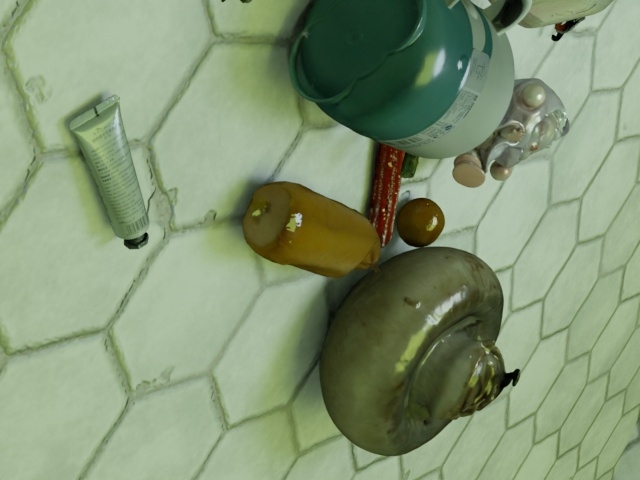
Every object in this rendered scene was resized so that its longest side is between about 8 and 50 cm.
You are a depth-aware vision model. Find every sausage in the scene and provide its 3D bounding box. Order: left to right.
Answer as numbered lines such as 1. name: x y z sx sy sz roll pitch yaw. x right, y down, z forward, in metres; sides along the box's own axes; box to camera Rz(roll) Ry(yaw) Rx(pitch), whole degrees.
1. sausage: 0.005 -0.004 1.587 0.328 0.112 0.112 21 98 -59

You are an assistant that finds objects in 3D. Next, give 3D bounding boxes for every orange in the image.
1. orange: 0.162 -0.028 1.821 0.085 0.085 0.085 -35 141 -35

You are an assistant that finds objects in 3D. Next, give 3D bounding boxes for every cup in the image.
1. cup: 0.131 -0.247 1.425 0.289 0.219 0.257 -36 157 24

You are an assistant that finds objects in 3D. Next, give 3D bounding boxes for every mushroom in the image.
1. mushroom: 0.174 0.190 1.806 0.362 0.294 0.362 -37 145 -33

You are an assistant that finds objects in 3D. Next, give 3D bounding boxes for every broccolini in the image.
1. broccolini: 0.151 -0.192 1.642 0.057 0.071 0.254 -33 -153 56

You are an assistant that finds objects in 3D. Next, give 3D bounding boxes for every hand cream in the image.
1. hand cream: -0.230 -0.071 1.260 0.067 0.042 0.194 -33 135 -24

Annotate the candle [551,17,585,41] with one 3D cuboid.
1. candle: 0.440 -0.477 1.870 0.084 0.059 0.302 1 113 -42

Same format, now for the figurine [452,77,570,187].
1. figurine: 0.294 -0.182 1.838 0.276 0.133 0.200 -26 148 -36

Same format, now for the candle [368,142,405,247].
1. candle: 0.107 -0.127 1.685 0.051 0.048 0.329 -47 151 -50

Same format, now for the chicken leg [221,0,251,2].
1. chicken leg: -0.042 -0.358 1.244 0.228 0.088 0.103 -67 162 5

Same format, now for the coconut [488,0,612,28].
1. coconut: 0.318 -0.419 1.602 0.227 0.230 0.227 12 76 -58
